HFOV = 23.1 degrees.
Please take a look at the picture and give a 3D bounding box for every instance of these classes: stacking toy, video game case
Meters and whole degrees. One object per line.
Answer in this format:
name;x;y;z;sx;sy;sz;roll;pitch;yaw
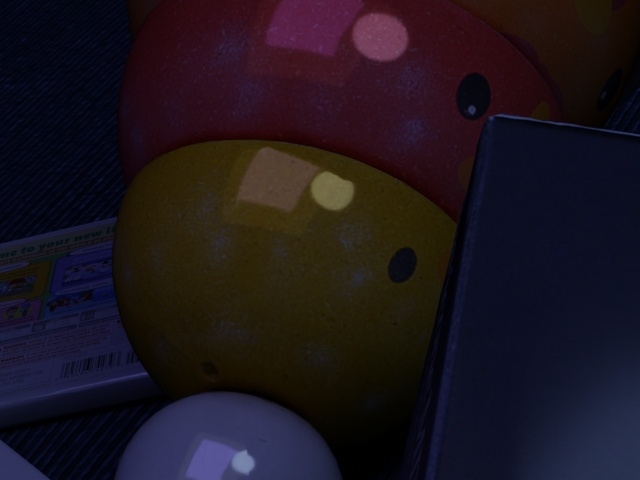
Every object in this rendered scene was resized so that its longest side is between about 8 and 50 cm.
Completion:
stacking toy;0.000;0.000;0.878;0.350;0.350;0.480;0;56;23
video game case;-0.186;0.055;1.050;0.212;0.023;0.193;-13;34;8

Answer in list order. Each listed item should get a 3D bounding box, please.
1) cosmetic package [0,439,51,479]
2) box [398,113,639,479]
cosmetic package;-0.221;0.244;0.599;0.377;0.097;0.284;-35;41;-27
box;0.090;0.177;0.411;0.182;0.294;0.296;10;48;4
